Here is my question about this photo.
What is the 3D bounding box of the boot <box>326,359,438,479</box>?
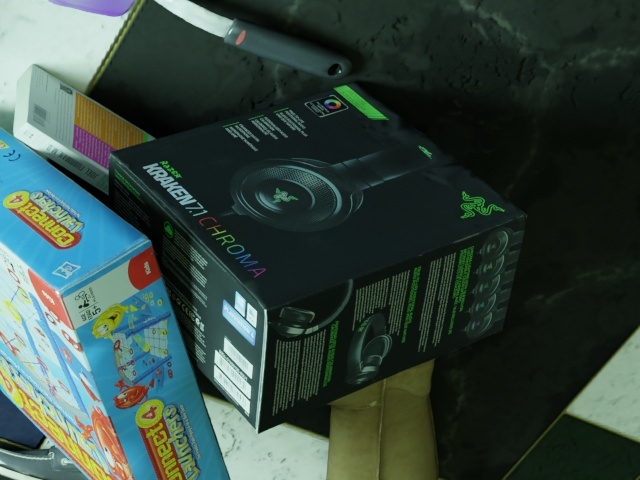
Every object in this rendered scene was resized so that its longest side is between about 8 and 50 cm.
[{"bbox_3d":[0.018,0.210,1.566,0.236,0.089,0.269,-4,129,-5],"label":"boot"}]

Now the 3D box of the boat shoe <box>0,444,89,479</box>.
[{"bbox_3d":[-0.266,0.240,1.577,0.206,0.075,0.065,15,80,-13],"label":"boat shoe"}]

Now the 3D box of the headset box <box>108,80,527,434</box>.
[{"bbox_3d":[0.000,0.000,1.253,0.283,0.246,0.131,-18,133,-30],"label":"headset box"}]

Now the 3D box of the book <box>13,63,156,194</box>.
[{"bbox_3d":[-0.204,-0.087,1.301,0.144,0.096,0.035,34,115,-28],"label":"book"}]

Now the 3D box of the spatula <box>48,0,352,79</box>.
[{"bbox_3d":[-0.102,-0.196,1.276,0.296,0.030,0.084,20,122,-22],"label":"spatula"}]

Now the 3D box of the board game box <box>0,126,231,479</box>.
[{"bbox_3d":[-0.225,0.073,1.290,0.086,0.308,0.302,-33,131,-23],"label":"board game box"}]
